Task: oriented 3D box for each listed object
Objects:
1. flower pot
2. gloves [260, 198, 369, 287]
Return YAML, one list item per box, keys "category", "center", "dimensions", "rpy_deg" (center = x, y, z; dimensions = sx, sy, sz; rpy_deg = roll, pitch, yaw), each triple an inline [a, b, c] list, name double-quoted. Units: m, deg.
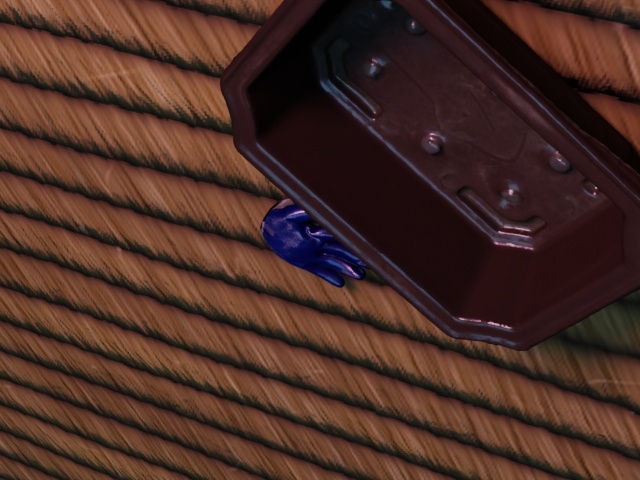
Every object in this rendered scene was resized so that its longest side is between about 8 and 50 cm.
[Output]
- category: "flower pot"
  center: [0.076, -0.060, 0.651]
  dimensions: [0.251, 0.084, 0.179]
  rpy_deg: [41, 137, -9]
- category: "gloves"
  center: [0.000, 0.000, 0.794]
  dimensions: [0.086, 0.026, 0.064]
  rpy_deg: [32, 136, 3]
